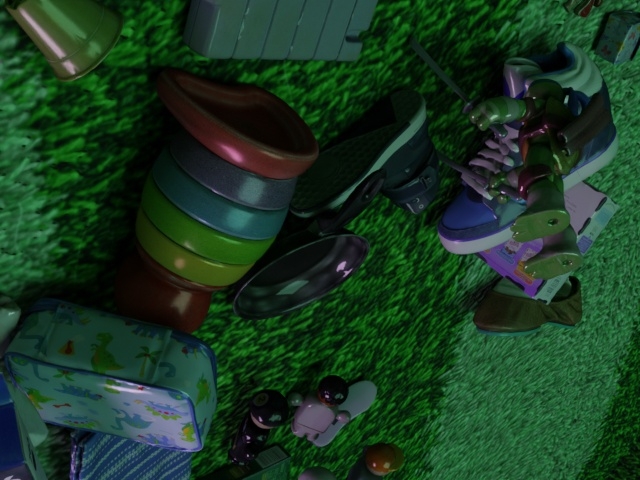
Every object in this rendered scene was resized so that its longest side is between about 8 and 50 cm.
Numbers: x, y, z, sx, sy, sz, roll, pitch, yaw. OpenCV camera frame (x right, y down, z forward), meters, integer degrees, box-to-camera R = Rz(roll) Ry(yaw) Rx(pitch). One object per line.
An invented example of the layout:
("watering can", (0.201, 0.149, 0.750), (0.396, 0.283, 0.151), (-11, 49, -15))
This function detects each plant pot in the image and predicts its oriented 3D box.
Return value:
("plant pot", (-0.231, -0.196, 0.835), (0.083, 0.083, 0.079), (-48, 133, -1))

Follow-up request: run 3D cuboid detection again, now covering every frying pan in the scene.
("frying pan", (-0.027, 0.013, 1.186), (0.197, 0.053, 0.326), (-23, 156, -12))

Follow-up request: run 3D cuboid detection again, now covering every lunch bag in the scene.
("lunch bag", (0.475, -0.317, 1.481), (0.083, 0.053, 0.071), (-22, 139, -46))
("lunch bag", (-0.224, 0.153, 1.042), (0.176, 0.219, 0.090), (91, 13, -53))

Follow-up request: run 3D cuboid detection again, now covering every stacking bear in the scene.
("stacking bear", (-0.135, -0.015, 1.039), (0.175, 0.164, 0.289), (3, 125, -48))

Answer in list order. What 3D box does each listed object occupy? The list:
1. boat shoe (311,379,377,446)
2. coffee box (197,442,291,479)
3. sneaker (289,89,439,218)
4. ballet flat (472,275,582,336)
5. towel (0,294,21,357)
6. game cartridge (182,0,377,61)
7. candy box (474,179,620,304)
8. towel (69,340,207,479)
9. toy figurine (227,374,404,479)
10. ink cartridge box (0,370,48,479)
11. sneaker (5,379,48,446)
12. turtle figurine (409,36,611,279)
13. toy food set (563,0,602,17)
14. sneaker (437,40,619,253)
("boat shoe", (0.035, 0.287, 1.589), (0.142, 0.049, 0.040), (-42, 177, -12))
("coffee box", (-0.135, 0.403, 1.514), (0.184, 0.040, 0.113), (-19, 135, -36))
("sneaker", (0.066, -0.070, 1.250), (0.226, 0.086, 0.163), (-39, 142, -13))
("ballet flat", (0.392, 0.104, 1.750), (0.342, 0.116, 0.124), (2, 101, -48))
("towel", (-0.492, 0.185, 0.928), (0.317, 0.053, 0.331), (12, 114, -51))
("game cartridge", (-0.003, -0.350, 0.943), (0.230, 0.068, 0.355), (-5, 126, -39))
("candy box", (0.349, -0.025, 1.520), (0.070, 0.165, 0.196), (20, 107, -53))
("towel", (-0.241, 0.320, 1.270), (0.243, 0.040, 0.336), (-36, 146, -48))
("toy figurine", (-0.009, 0.311, 1.415), (0.210, 0.213, 0.148), (-11, 144, -40))
("ink cartridge box", (-0.359, 0.266, 0.952), (0.165, 0.065, 0.332), (-14, 139, -12))
("sneaker", (-0.376, 0.180, 0.949), (0.094, 0.080, 0.212), (-47, 138, 11))
("turtle figurine", (0.231, -0.090, 1.216), (0.275, 0.266, 0.197), (6, 142, -10))
("toy food set", (0.410, -0.372, 1.387), (0.122, 0.019, 0.078), (-55, 144, 8))
("sneaker", (0.272, -0.151, 1.388), (0.323, 0.130, 0.236), (-34, 126, 1))
